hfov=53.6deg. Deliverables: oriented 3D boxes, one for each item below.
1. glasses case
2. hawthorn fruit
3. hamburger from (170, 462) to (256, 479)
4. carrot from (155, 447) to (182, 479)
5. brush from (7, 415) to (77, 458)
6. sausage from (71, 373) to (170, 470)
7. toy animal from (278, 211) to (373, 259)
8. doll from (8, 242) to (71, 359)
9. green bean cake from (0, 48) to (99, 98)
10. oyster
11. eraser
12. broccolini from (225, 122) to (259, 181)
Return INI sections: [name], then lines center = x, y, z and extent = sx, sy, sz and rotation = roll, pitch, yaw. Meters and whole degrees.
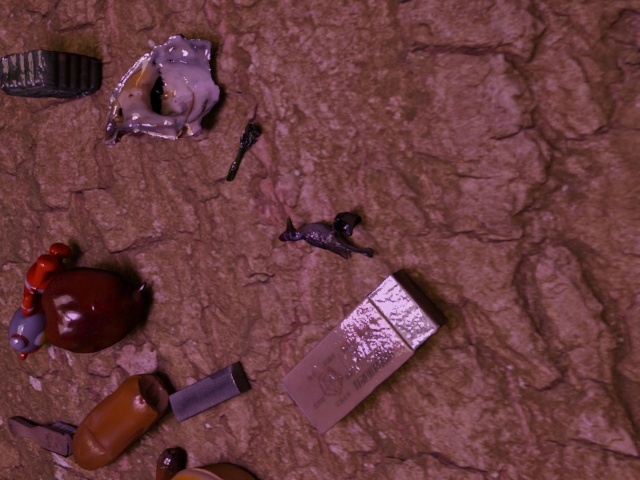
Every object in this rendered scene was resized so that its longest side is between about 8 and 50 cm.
[glasses case]
center = -0.256, 0.348, 1.448
extent = 0.204, 0.047, 0.071
rotation = -30, 81, 28
[hawthorn fruit]
center = -0.523, 0.153, 1.491
extent = 0.248, 0.208, 0.208
rotation = -15, 89, 5
[hamburger]
center = -0.237, 0.643, 1.400
extent = 0.300, 0.176, 0.301
rotation = 4, 98, 29
[carrot]
center = -0.372, 0.584, 1.531
extent = 0.060, 0.060, 0.186
rotation = 21, 109, 24
[brush]
center = -0.753, 0.522, 1.732
extent = 0.327, 0.065, 0.070
rotation = -1, 102, 38
[sausage]
center = -0.501, 0.450, 1.553
extent = 0.354, 0.116, 0.134
rotation = -40, 90, 29
[toy animal]
center = 0.003, -0.009, 1.258
extent = 0.202, 0.070, 0.105
rotation = -1, 114, 24
[doll]
center = -0.711, 0.171, 1.601
extent = 0.105, 0.200, 0.337
rotation = 23, 110, -10
[green bean cake]
center = -0.635, -0.385, 1.490
extent = 0.181, 0.173, 0.094
rotation = 1, 98, 27
[oyster]
center = -0.342, -0.312, 1.387
extent = 0.270, 0.100, 0.275
rotation = 19, 92, 23
[eraser]
center = 0.079, 0.219, 1.238
extent = 0.144, 0.078, 0.343
rotation = 49, 114, 14
[broccolini]
center = -0.166, -0.185, 1.353
extent = 0.035, 0.030, 0.140
rotation = 21, 114, -13
